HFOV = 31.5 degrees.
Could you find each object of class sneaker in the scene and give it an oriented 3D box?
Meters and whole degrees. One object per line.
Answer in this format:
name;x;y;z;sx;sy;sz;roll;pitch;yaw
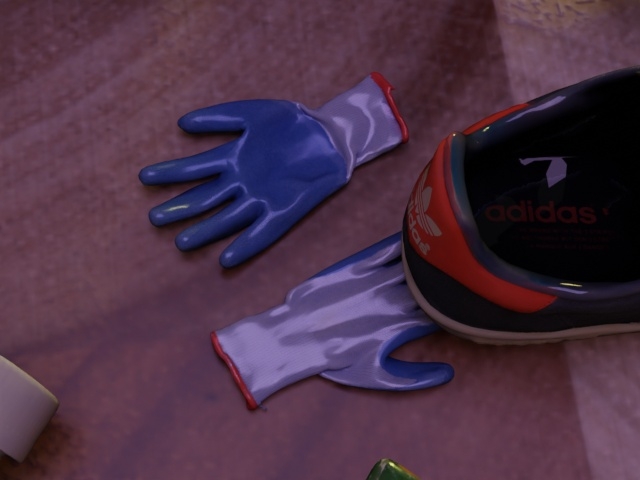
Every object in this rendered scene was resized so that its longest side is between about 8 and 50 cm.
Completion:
sneaker;0.210;-0.028;0.525;0.350;0.148;0.131;-13;69;2

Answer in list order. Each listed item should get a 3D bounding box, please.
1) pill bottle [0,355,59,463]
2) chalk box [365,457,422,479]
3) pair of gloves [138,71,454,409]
pill bottle;-0.220;0.140;0.505;0.121;0.121;0.221;30;71;7
chalk box;0.025;0.264;0.447;0.179;0.180;0.289;29;71;6
pair of gloves;0.000;0.000;0.619;0.159;0.023;0.198;-24;73;-11
